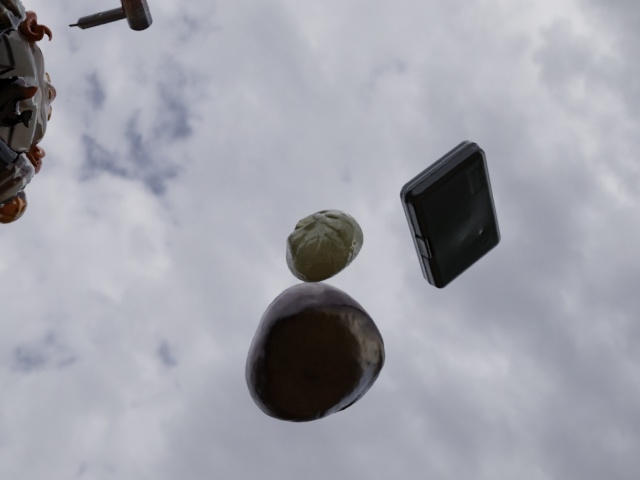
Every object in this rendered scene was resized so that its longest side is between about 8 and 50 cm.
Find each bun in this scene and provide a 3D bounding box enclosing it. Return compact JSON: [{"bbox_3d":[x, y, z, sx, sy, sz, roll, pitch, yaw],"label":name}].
[{"bbox_3d":[0.000,0.000,0.961,0.086,0.086,0.055,-22,-58,18],"label":"bun"}]

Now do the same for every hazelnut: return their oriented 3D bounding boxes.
[{"bbox_3d":[-0.021,0.182,1.530,0.229,0.230,0.230,2,-53,2],"label":"hazelnut"}]

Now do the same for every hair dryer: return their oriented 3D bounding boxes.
[{"bbox_3d":[-0.295,-0.316,1.331,0.114,0.037,0.063,-17,-36,-4],"label":"hair dryer"}]

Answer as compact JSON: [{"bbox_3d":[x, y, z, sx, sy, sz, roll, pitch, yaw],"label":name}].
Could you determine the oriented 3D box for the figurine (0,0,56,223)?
[{"bbox_3d":[-0.424,-0.181,1.172,0.196,0.323,0.320,-1,-86,-18],"label":"figurine"}]

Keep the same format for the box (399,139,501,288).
[{"bbox_3d":[0.217,-0.040,1.565,0.160,0.050,0.230,-37,-43,-15],"label":"box"}]
